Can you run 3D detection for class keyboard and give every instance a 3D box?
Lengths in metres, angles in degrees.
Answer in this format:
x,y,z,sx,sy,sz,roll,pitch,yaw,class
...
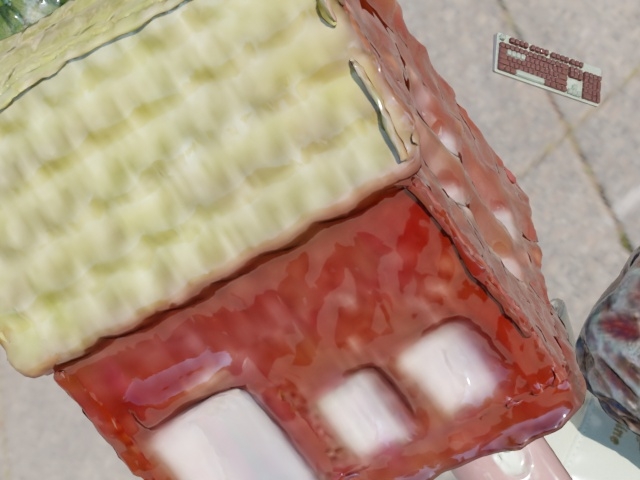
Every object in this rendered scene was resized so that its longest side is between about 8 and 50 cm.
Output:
x,y,z,sx,sy,sz,roll,pitch,yaw,class
0.282,-0.212,1.912,0.017,0.166,0.055,-24,57,55,keyboard

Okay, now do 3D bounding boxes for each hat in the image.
x,y,z,sx,sy,sz,roll,pitch,yaw,class
0.287,0.200,1.548,0.168,0.301,0.258,-10,20,19,hat

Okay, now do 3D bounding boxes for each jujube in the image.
x,y,z,sx,sy,sz,roll,pitch,yaw,class
0.382,0.120,1.368,0.226,0.317,0.226,-54,4,6,jujube

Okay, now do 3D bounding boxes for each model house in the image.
x,y,z,sx,sy,sz,roll,pitch,yaw,class
-0.036,-0.019,0.646,0.196,0.254,0.160,-25,28,17,model house

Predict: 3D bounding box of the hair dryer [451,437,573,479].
x,y,z,sx,sy,sz,roll,pitch,yaw,class
0.129,0.163,0.851,0.125,0.352,0.210,-37,10,-10,hair dryer

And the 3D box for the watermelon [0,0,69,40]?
x,y,z,sx,sy,sz,roll,pitch,yaw,class
-0.187,-0.175,1.071,0.242,0.242,0.242,-28,47,35,watermelon
